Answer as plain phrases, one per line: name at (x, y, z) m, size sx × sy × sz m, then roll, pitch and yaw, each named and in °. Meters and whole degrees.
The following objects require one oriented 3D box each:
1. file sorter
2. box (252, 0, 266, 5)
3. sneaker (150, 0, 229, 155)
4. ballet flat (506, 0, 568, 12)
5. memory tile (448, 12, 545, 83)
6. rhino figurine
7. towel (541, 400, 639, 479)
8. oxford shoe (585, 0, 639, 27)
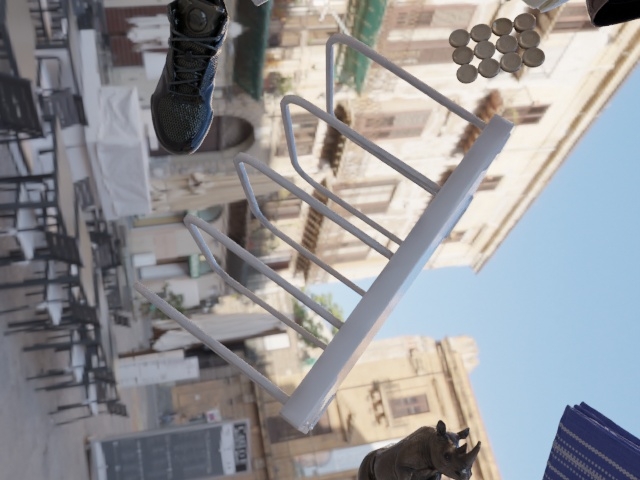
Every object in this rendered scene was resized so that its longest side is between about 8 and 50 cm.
file sorter at (0.000, 0.000, 0.604) m, size 0.173 × 0.278 × 0.193 m, roll 34°, pitch -13°, yaw 10°
box at (-0.057, -0.539, 1.015) m, size 0.168 × 0.215 × 0.345 m, roll 51°, pitch 21°, yaw -44°
sneaker at (-0.171, -0.230, 0.906) m, size 0.130 × 0.087 × 0.227 m, roll 121°, pitch -18°, yaw -79°
ballet flat at (0.233, -0.298, 0.712) m, size 0.124 × 0.116 × 0.342 m, roll -48°, pitch -163°, yaw 15°
memory tile at (0.294, -0.323, 1.176) m, size 0.012 × 0.148 × 0.113 m, roll 56°, pitch 24°, yaw -64°
rhino figurine at (0.128, 0.305, 0.936) m, size 0.243 × 0.073 × 0.106 m, roll -44°, pitch -150°, yaw 44°
towel at (0.434, 0.449, 1.076) m, size 0.243 × 0.040 × 0.336 m, roll 33°, pitch -64°, yaw 54°
oxford shoe at (0.571, -0.397, 1.016) m, size 0.363 × 0.130 × 0.133 m, roll -10°, pitch -128°, yaw 43°
